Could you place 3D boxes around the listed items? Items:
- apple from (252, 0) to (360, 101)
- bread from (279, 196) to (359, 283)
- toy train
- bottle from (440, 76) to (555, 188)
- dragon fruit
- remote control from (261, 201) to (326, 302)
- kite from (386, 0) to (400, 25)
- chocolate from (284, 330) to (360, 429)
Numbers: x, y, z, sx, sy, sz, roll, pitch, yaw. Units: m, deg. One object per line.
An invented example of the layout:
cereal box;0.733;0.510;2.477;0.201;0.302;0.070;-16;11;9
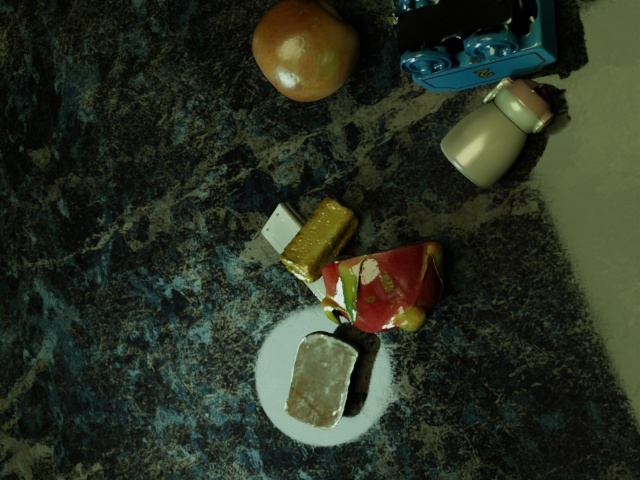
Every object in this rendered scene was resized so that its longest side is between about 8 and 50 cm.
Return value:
apple;-0.030;-0.459;1.839;0.253;0.253;0.253;4;98;34
bread;0.000;0.000;1.902;0.114;0.083;0.211;34;77;25
toy train;0.304;-0.417;1.586;0.300;0.265;0.188;-7;80;36
bottle;0.379;-0.236;1.633;0.236;0.147;0.147;-47;69;20
dragon fruit;0.144;0.112;1.754;0.290;0.290;0.189;-11;90;35
remote control;-0.032;0.033;1.995;0.277;0.055;0.103;48;119;22
kite;0.229;-0.506;1.781;0.183;0.010;0.160;-1;94;35
chocolate;0.012;0.344;1.984;0.157;0.080;0.254;18;108;17
